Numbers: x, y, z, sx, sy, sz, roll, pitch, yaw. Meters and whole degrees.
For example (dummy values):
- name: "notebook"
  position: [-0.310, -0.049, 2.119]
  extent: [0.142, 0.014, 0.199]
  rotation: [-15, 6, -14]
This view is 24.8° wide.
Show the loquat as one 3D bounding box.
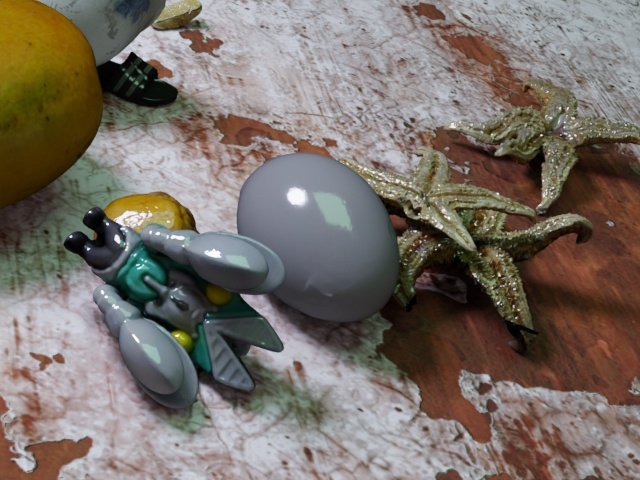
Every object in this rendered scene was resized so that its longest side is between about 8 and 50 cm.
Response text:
- name: "loquat"
  position: [-0.203, -0.001, 1.708]
  extent: [0.137, 0.113, 0.137]
  rotation: [-7, 32, 5]

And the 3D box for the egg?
- name: "egg"
  position: [0.000, 0.000, 1.744]
  extent: [0.176, 0.176, 0.232]
  rotation: [-12, 55, -39]

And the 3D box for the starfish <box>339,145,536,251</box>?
- name: "starfish"
  position: [0.146, -0.071, 1.876]
  extent: [0.138, 0.050, 0.247]
  rotation: [-26, 50, -38]

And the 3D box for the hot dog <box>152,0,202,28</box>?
- name: "hot dog"
  position: [-0.225, -0.346, 2.247]
  extent: [0.090, 0.034, 0.030]
  rotation: [-24, 61, -22]

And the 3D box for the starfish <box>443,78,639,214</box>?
- name: "starfish"
  position: [0.351, -0.140, 2.209]
  extent: [0.301, 0.084, 0.293]
  rotation: [35, 40, 28]

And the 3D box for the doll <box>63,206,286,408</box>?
- name: "doll"
  position: [-0.165, 0.077, 1.583]
  extent: [0.258, 0.195, 0.153]
  rotation: [10, 2, 3]

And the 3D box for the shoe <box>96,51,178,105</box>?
- name: "shoe"
  position: [-0.286, -0.243, 2.053]
  extent: [0.179, 0.049, 0.071]
  rotation: [21, 34, 1]

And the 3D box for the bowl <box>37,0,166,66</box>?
- name: "bowl"
  position: [-0.361, -0.304, 1.906]
  extent: [0.313, 0.313, 0.146]
  rotation: [12, 58, -11]

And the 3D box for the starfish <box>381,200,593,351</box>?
- name: "starfish"
  position: [0.205, 0.016, 1.892]
  extent: [0.312, 0.113, 0.303]
  rotation: [-7, 38, -20]

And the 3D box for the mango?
- name: "mango"
  position: [-0.452, -0.144, 1.671]
  extent: [0.300, 0.232, 0.445]
  rotation: [33, 40, 32]
